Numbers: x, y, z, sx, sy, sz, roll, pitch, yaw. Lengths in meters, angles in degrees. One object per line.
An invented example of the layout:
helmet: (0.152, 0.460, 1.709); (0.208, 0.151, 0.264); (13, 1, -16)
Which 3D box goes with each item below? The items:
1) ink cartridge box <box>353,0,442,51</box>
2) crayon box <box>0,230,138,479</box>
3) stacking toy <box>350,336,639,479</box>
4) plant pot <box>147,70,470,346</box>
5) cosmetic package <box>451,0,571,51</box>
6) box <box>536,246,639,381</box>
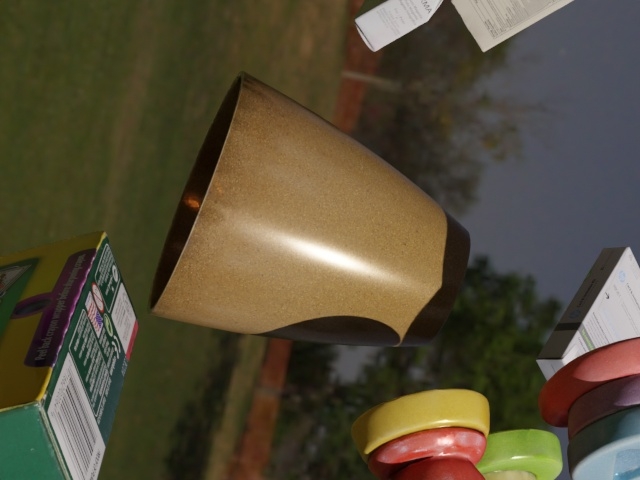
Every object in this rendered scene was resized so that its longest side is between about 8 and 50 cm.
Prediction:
ink cartridge box: (0.164, -0.343, 2.049); (0.066, 0.232, 0.189); (57, 29, -19)
crayon box: (-0.319, 0.130, 1.259); (0.363, 0.313, 0.106); (-90, 164, -71)
stacking toy: (0.207, 0.210, 1.432); (0.279, 0.309, 0.130); (55, 21, -61)
plant pot: (0.000, 0.000, 1.509); (0.237, 0.254, 0.237); (-159, -90, -82)
cosmetic package: (0.183, -0.226, 1.482); (0.115, 0.060, 0.041); (-27, -169, 30)
box: (0.314, 0.120, 1.789); (0.186, 0.038, 0.145); (-52, 124, -36)
